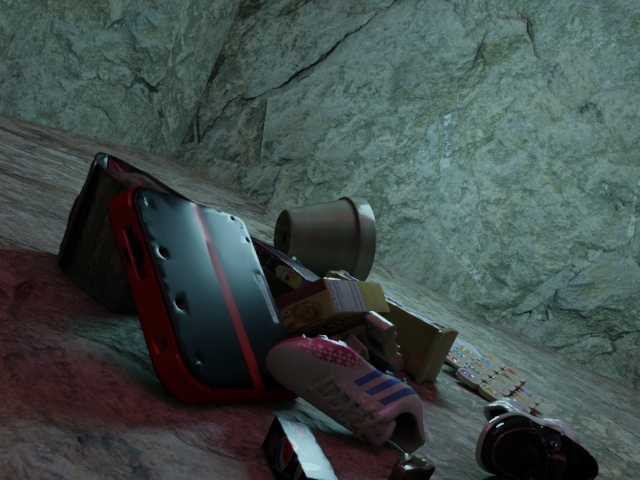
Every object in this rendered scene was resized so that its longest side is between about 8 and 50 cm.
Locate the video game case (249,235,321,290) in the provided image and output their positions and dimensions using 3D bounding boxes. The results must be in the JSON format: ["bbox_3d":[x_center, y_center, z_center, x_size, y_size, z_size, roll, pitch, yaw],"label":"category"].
[{"bbox_3d":[-0.087,0.062,1.769,0.210,0.041,0.232,34,2,19],"label":"video game case"}]

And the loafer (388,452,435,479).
[{"bbox_3d":[0.133,0.362,1.152,0.050,0.056,0.148,27,-2,28],"label":"loafer"}]

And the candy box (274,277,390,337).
[{"bbox_3d":[0.013,0.160,1.697,0.316,0.183,0.087,9,58,-63],"label":"candy box"}]

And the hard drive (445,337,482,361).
[{"bbox_3d":[0.327,0.301,2.275,0.353,0.047,0.233,24,8,-9],"label":"hard drive"}]

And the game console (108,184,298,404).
[{"bbox_3d":[-0.189,0.095,1.273,0.342,0.060,0.386,20,43,-58],"label":"game console"}]

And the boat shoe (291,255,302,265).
[{"bbox_3d":[-0.068,0.131,1.983,0.099,0.116,0.319,30,11,-7],"label":"boat shoe"}]

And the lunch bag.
[{"bbox_3d":[-0.401,-0.024,1.459,0.287,0.235,0.169,29,11,34],"label":"lunch bag"}]

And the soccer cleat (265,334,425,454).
[{"bbox_3d":[0.057,0.267,1.261,0.331,0.116,0.143,27,30,-30],"label":"soccer cleat"}]

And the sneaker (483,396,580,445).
[{"bbox_3d":[0.466,0.433,1.675,0.232,0.090,0.115,19,8,42],"label":"sneaker"}]

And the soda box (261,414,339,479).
[{"bbox_3d":[-0.028,0.306,1.012,0.060,0.053,0.169,22,7,-22],"label":"soda box"}]

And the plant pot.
[{"bbox_3d":[0.000,0.000,2.555,0.281,0.323,0.323,3,15,-23],"label":"plant pot"}]

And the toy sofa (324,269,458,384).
[{"bbox_3d":[0.164,0.217,1.929,0.363,0.150,0.177,28,9,24],"label":"toy sofa"}]

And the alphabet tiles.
[{"bbox_3d":[0.484,0.384,2.089,0.278,0.021,0.284,34,19,24],"label":"alphabet tiles"}]

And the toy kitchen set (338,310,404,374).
[{"bbox_3d":[0.084,0.260,1.700,0.122,0.166,0.207,33,-25,33],"label":"toy kitchen set"}]

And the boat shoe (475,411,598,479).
[{"bbox_3d":[0.426,0.418,1.420,0.113,0.127,0.340,15,-12,48],"label":"boat shoe"}]

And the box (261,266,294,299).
[{"bbox_3d":[-0.158,0.115,1.806,0.165,0.021,0.201,-14,24,-21],"label":"box"}]
